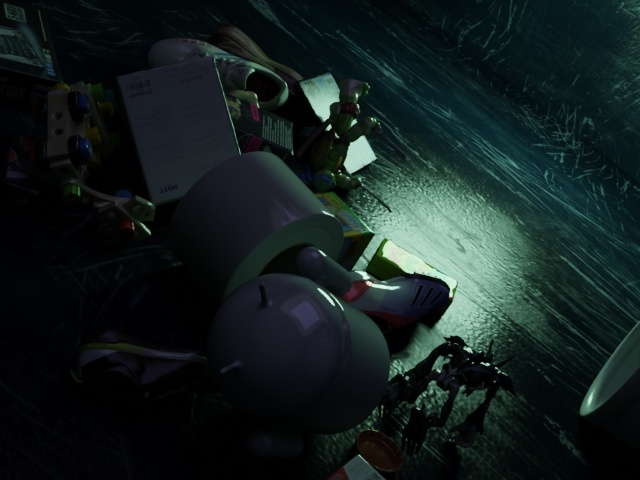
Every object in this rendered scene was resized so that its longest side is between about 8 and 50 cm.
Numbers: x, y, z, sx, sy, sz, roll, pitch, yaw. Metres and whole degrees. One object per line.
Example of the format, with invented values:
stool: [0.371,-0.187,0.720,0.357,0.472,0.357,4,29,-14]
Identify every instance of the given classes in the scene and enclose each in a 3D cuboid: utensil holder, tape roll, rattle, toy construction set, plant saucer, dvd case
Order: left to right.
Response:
toy construction set: [-0.397,-0.139,1.601,0.151,0.215,0.328,-24,55,-8]
rattle: [-0.236,-0.262,2.052,0.199,0.130,0.142,-31,51,-30]
tape roll: [-0.105,-0.001,1.565,0.246,0.246,0.169,-5,44,-48]
dvd case: [0.038,-0.282,2.277,0.253,0.022,0.180,61,31,-3]
plant saucer: [0.090,0.328,1.465,0.083,0.013,0.083,23,30,-14]
utensil holder: [0.747,0.327,1.793,0.385,0.328,0.327,39,29,8]

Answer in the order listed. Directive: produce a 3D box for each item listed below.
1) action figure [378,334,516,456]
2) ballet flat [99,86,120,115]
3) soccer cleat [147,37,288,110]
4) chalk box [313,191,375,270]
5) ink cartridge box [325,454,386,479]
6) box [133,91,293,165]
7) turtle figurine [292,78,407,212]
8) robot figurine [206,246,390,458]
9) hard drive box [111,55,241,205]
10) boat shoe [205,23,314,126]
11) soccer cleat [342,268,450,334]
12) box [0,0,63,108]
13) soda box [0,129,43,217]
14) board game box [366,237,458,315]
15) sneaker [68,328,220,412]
action figure: [0.208,0.253,1.575,0.275,0.141,0.164,-17,50,-42]
ballet flat: [-0.352,-0.266,1.943,0.203,0.074,0.074,20,29,-7]
soccer cleat: [-0.225,-0.385,2.144,0.331,0.116,0.143,16,-2,-11]
chalk box: [0.000,0.000,1.785,0.213,0.132,0.132,-9,47,-49]
ink cartridge box: [0.067,0.378,1.315,0.135,0.056,0.099,40,30,18]
box: [-0.206,-0.190,1.856,0.270,0.165,0.143,22,29,-15]
turtle figurine: [0.089,-0.210,2.115,0.198,0.274,0.266,58,32,-53]
robot figurine: [-0.029,0.165,1.343,0.199,0.300,0.353,6,-15,27]
hard drive box: [-0.252,-0.192,1.689,0.181,0.232,0.089,-16,4,-17]
boat shoe: [-0.147,-0.377,2.301,0.342,0.123,0.123,41,58,-3]
soccer cleat: [0.130,0.125,1.763,0.318,0.108,0.116,6,57,-42]
box: [-0.646,-0.383,1.834,0.242,0.077,0.307,12,34,-31]
soda box: [-0.496,-0.112,1.567,0.060,0.053,0.169,17,30,-25]
board game box: [0.190,0.073,1.945,0.181,0.043,0.092,31,28,1]
sneaker: [-0.236,0.199,1.319,0.234,0.084,0.097,17,57,-24]
